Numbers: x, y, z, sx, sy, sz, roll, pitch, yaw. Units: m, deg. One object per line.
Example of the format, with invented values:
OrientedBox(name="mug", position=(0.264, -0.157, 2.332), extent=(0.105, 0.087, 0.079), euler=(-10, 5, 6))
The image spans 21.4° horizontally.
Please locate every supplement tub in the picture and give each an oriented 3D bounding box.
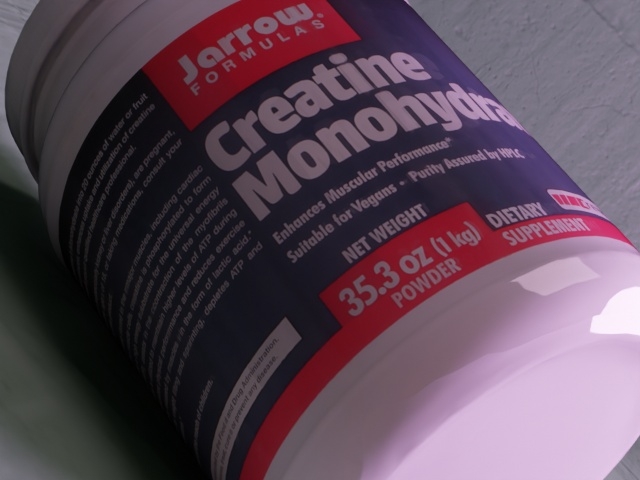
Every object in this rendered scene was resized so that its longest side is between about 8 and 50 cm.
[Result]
OrientedBox(name="supplement tub", position=(0.000, 0.000, 0.714), extent=(0.272, 0.191, 0.191), euler=(51, 11, 32))
